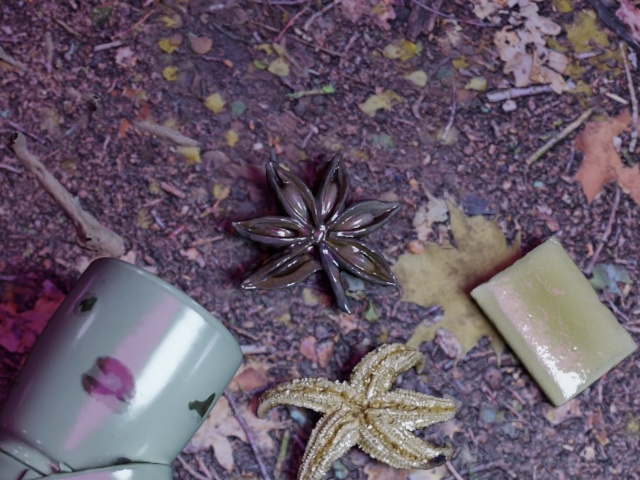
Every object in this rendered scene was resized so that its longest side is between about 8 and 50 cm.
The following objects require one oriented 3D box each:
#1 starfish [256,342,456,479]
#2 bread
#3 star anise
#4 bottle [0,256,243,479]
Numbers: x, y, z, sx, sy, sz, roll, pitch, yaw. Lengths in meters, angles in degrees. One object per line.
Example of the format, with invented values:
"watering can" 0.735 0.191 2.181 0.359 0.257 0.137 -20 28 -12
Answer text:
"starfish" 0.042 0.211 1.729 0.238 0.071 0.216 15 65 2
"bread" 0.284 0.101 1.804 0.139 0.060 0.178 -32 80 -16
"star anise" -0.002 -0.016 1.788 0.212 0.073 0.196 14 74 -8
"bottle" -0.249 0.215 1.600 0.229 0.229 0.351 32 70 2
